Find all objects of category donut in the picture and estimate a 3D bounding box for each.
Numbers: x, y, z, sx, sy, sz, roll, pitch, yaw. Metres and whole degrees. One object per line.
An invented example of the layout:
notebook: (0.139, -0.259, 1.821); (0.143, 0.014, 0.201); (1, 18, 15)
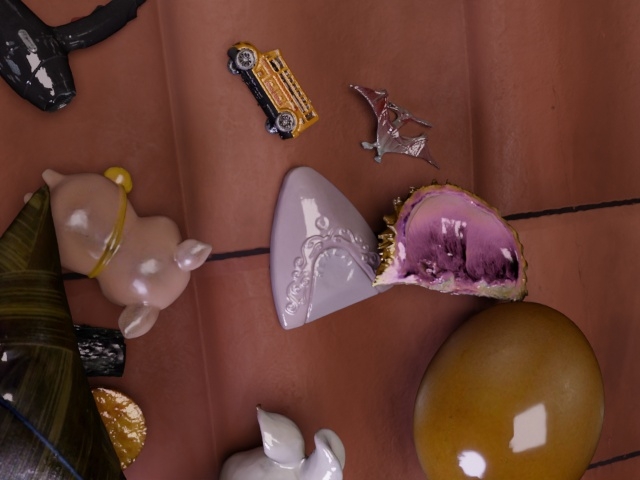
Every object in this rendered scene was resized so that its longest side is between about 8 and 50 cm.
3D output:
donut: (-0.331, 0.279, 1.013); (0.152, 0.058, 0.151); (-1, 95, -17)

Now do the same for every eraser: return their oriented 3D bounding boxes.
eraser: (0.000, 0.000, 1.099); (0.204, 0.059, 0.243); (-22, 105, -16)

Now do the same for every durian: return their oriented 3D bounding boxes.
durian: (0.212, 0.007, 1.151); (0.342, 0.112, 0.191); (7, 75, -31)

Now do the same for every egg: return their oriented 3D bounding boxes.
egg: (0.297, 0.266, 1.104); (0.283, 0.283, 0.351); (29, 77, -18)

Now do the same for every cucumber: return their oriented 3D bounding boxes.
cucumber: (-0.383, 0.155, 0.984); (0.212, 0.062, 0.077); (10, 90, -19)

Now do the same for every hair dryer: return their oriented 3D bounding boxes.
hair dryer: (-0.346, -0.327, 0.970); (0.272, 0.091, 0.235); (-34, 93, -26)

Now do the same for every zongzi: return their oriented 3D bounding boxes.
zongzi: (-0.325, 0.206, 0.887); (0.403, 0.208, 0.432); (48, 53, -41)

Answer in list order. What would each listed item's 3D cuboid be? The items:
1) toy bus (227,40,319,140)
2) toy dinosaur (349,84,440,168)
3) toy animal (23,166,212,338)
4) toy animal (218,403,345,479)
toy bus: (-0.073, -0.234, 1.054); (0.074, 0.070, 0.162); (-37, 106, -13)
toy dinosaur: (0.122, -0.179, 1.143); (0.220, 0.032, 0.108); (41, 78, -26)
toy animal: (-0.291, -0.004, 0.966); (0.248, 0.149, 0.165); (36, 100, -5)
toy animal: (-0.103, 0.404, 1.020); (0.183, 0.247, 0.310); (42, 65, 18)
